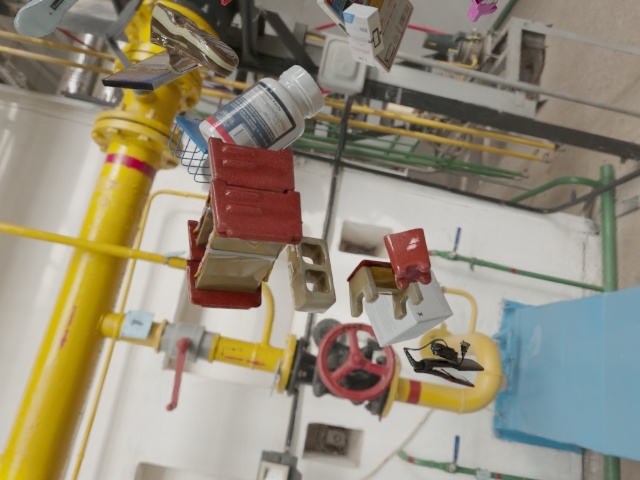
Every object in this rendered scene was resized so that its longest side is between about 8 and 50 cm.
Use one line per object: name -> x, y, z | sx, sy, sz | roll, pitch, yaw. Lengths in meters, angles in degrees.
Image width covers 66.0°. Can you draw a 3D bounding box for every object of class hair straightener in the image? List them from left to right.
hair straightener -> 0.239, 0.218, 0.930 | 0.089, 0.231, 0.047 | -61, 36, 5

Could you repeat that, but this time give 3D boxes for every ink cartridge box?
ink cartridge box -> 0.068, -0.315, 0.757 | 0.028, 0.048, 0.083 | -46, -34, -19

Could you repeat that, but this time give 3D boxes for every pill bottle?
pill bottle -> -0.087, -0.189, 0.774 | 0.180, 0.108, 0.108 | -39, -2, -9

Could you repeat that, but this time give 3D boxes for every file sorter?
file sorter -> -0.321, -0.243, 1.346 | 0.170, 0.118, 0.104 | 47, 122, 31

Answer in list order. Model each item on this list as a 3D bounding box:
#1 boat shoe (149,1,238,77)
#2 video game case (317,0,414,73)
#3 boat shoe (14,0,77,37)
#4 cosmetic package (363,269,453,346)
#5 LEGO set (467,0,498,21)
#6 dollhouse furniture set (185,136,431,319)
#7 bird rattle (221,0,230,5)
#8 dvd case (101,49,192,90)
boat shoe -> -0.248, -0.359, 0.941 | 0.257, 0.095, 0.095 | 45, 113, 34
video game case -> 0.122, -0.582, 1.221 | 0.025, 0.285, 0.203 | 15, 81, 44
boat shoe -> -0.561, -0.502, 1.030 | 0.065, 0.183, 0.083 | 41, -158, -51
cosmetic package -> 0.248, 0.196, 1.428 | 0.183, 0.152, 0.151 | -48, 56, 47
LEGO set -> 0.317, -0.422, 0.813 | 0.093, 0.227, 0.086 | 119, 131, -65
dollhouse furniture set -> 0.000, 0.000, 0.736 | 0.201, 0.375, 0.152 | 126, 144, -48
bird rattle -> -0.183, -0.503, 0.772 | 0.143, 0.254, 0.206 | -49, 32, 35
dvd case -> -0.412, -0.449, 1.279 | 0.253, 0.181, 0.022 | -50, -38, -41
